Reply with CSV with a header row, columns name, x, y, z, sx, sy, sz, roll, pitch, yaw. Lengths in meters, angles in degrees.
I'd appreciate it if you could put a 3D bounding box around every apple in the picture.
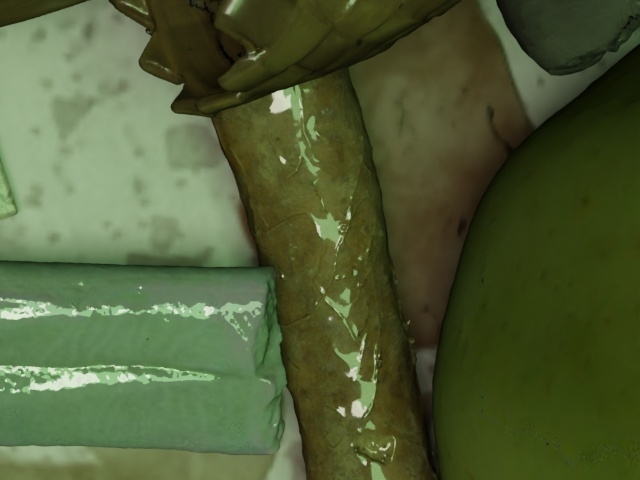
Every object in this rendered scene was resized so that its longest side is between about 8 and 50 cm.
name,x,y,z,sx,sy,sz,roll,pitch,yaw
apple,0.222,0.064,0.579,0.357,0.357,0.357,-2,96,-19

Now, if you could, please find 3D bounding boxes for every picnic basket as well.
name,x,y,z,sx,sy,sz,roll,pitch,yaw
picnic basket,-0.056,-0.109,0.515,0.178,0.128,0.137,-20,92,-16

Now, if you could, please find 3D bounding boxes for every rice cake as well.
name,x,y,z,sx,sy,sz,roll,pitch,yaw
rice cake,-0.121,0.043,0.587,0.222,0.042,0.080,2,111,-10

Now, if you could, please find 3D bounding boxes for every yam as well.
name,x,y,z,sx,sy,sz,roll,pitch,yaw
yam,0.000,0.000,0.633,0.066,0.066,0.299,-17,99,-17

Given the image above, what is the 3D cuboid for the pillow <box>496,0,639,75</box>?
name,x,y,z,sx,sy,sz,roll,pitch,yaw
pillow,0.121,-0.217,0.563,0.228,0.101,0.326,60,40,-10

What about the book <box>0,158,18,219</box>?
name,x,y,z,sx,sy,sz,roll,pitch,yaw
book,-0.204,-0.074,0.583,0.127,0.014,0.181,-19,101,-16
